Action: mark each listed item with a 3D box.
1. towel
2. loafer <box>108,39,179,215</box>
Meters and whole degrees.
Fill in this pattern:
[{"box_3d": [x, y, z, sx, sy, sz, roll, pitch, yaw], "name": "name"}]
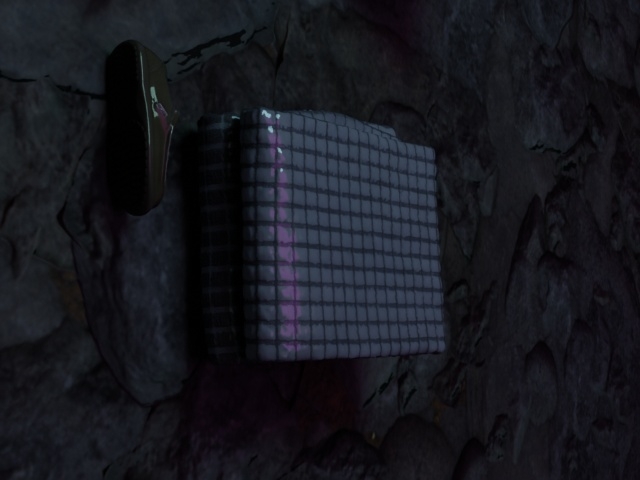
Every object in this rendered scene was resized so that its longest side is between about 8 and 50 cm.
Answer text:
[{"box_3d": [0.000, 0.000, 1.080, 0.284, 0.121, 0.234, 3, 83, -53], "name": "towel"}, {"box_3d": [-0.144, -0.093, 0.937, 0.050, 0.056, 0.148, 3, 84, -48], "name": "loafer"}]
